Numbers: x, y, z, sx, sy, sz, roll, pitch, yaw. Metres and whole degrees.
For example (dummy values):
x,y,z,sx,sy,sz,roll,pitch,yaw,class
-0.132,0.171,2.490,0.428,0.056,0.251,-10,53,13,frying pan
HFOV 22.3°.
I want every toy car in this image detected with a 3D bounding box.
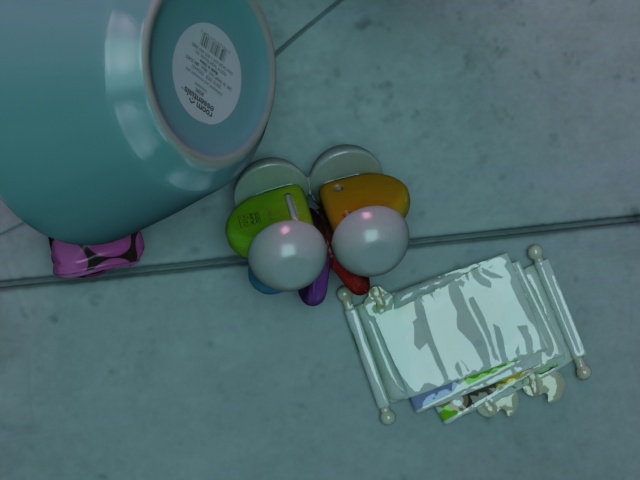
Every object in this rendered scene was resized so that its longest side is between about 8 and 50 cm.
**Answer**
x,y,z,sx,sy,sz,roll,pitch,yaw,class
0.000,0.000,1.589,0.182,0.159,0.136,-10,129,-7,toy car

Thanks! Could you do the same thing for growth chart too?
x,y,z,sx,sy,sz,roll,pitch,yaw,class
0.150,0.102,1.656,0.237,0.021,0.172,-14,94,-6,growth chart

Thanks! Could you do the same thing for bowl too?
x,y,z,sx,sy,sz,roll,pitch,yaw,class
-0.156,-0.153,1.457,0.163,0.311,0.312,-1,88,38,bowl

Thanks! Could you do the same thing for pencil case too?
x,y,z,sx,sy,sz,roll,pitch,yaw,class
-0.223,-0.070,1.576,0.098,0.095,0.209,-7,95,-25,pencil case
